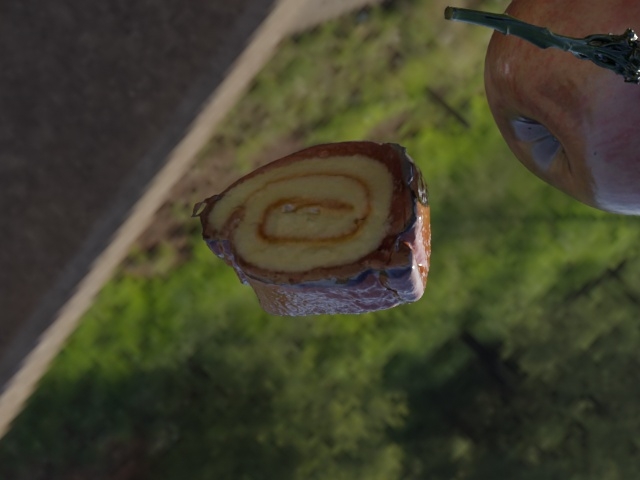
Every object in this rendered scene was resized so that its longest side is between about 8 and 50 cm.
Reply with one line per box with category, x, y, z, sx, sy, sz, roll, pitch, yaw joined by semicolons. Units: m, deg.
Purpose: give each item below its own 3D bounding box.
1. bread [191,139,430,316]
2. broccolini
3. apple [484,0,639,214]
bread;0.001;-0.011;1.816;0.123;0.244;0.190;60;34;-51
broccolini;0.203;-0.174;1.593;0.218;0.044;0.042;6;132;-28
apple;0.327;-0.173;2.010;0.269;0.345;0.345;-21;160;-10
